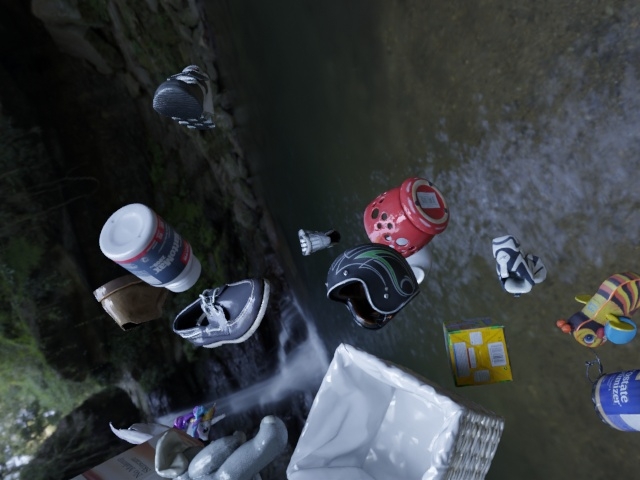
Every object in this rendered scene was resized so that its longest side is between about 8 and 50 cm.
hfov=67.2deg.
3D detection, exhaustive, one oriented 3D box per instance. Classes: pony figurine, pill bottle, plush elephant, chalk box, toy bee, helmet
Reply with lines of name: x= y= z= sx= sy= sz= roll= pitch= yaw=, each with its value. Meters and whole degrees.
pony figurine: x=-0.508 y=0.718 z=1.600 sx=0.303 sy=0.351 sz=0.363 roll=104 pitch=171 yaw=-74
pill bottle: x=0.663 y=0.312 z=0.950 sx=0.122 sy=0.123 sz=0.219 roll=66 pitch=159 yaw=14
pill bottle: x=-0.298 y=0.022 z=0.879 sx=0.108 sy=0.108 sz=0.180 roll=61 pitch=-177 yaw=34
plush elephant: x=-0.226 y=0.533 z=1.082 sx=0.255 sy=0.330 sz=0.271 roll=21 pitch=135 yaw=60
chalk box: x=0.380 y=0.266 z=1.199 sx=0.213 sy=0.132 sz=0.132 roll=11 pitch=-110 yaw=-80
toy bee: x=0.695 y=0.208 z=1.207 sx=0.195 sy=0.162 sz=0.298 roll=158 pitch=130 yaw=-81
helmet: x=0.100 y=0.084 z=0.969 sx=0.161 sy=0.169 sz=0.169 roll=47 pitch=163 yaw=14

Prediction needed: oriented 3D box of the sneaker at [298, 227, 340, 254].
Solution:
sneaker: x=0.000 y=0.000 z=1.585 sx=0.228 sy=0.132 sz=0.086 roll=-119 pitch=17 yaw=-82

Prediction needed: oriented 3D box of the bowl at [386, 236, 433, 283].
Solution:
bowl: x=0.362 y=0.116 z=2.086 sx=0.298 sy=0.298 sz=0.134 roll=80 pitch=179 yaw=-45

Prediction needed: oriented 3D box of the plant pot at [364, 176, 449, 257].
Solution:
plant pot: x=0.243 y=-0.063 z=1.320 sx=0.174 sy=0.191 sz=0.191 roll=-35 pitch=75 yaw=48

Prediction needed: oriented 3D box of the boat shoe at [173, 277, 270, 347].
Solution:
boat shoe: x=-0.137 y=0.098 z=0.643 sx=0.206 sy=0.065 sz=0.075 roll=-34 pitch=44 yaw=47

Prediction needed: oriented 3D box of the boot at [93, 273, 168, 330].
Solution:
boot: x=-0.412 y=0.137 z=1.154 sx=0.115 sy=0.112 sz=0.305 roll=59 pitch=-169 yaw=1

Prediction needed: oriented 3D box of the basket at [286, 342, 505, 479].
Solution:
basket: x=0.162 y=0.447 z=1.032 sx=0.328 sy=0.331 sz=0.266 roll=18 pitch=171 yaw=47

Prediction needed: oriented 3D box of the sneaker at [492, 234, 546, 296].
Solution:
sneaker: x=0.562 y=0.103 z=1.350 sx=0.235 sy=0.094 sz=0.153 roll=39 pitch=-130 yaw=-37

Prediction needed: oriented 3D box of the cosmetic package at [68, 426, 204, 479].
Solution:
cosmetic package: x=-0.438 y=0.591 z=1.163 sx=0.153 sy=0.296 sz=0.129 roll=5 pitch=104 yaw=40

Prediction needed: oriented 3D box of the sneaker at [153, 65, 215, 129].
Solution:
sneaker: x=-0.345 y=-0.386 z=1.234 sx=0.330 sy=0.122 sz=0.146 roll=-141 pitch=52 yaw=-85
